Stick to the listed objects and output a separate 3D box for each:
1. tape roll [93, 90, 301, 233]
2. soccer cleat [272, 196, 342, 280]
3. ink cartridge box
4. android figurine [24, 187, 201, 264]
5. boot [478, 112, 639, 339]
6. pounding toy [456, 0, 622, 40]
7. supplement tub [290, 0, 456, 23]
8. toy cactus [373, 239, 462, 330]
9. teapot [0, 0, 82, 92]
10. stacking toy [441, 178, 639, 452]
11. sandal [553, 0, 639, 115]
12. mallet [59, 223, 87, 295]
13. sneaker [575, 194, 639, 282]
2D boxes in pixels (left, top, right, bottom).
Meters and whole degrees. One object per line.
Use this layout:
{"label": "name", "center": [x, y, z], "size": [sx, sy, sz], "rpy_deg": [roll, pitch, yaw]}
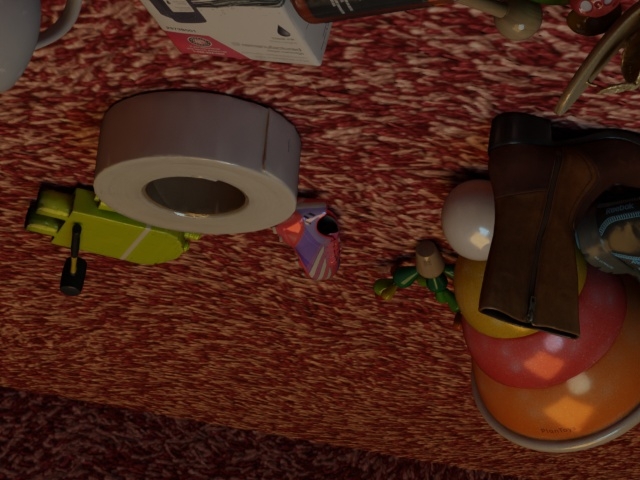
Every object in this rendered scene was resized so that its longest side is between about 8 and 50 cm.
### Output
{"label": "tape roll", "center": [-0.168, -0.103, 1.891], "size": [0.286, 0.100, 0.286], "rpy_deg": [4, 159, 1]}
{"label": "soccer cleat", "center": [0.000, 0.000, 2.170], "size": [0.095, 0.083, 0.248], "rpy_deg": [-8, 154, 17]}
{"label": "ink cartridge box", "center": [-0.100, -0.278, 1.375], "size": [0.172, 0.100, 0.237], "rpy_deg": [8, 162, 21]}
{"label": "android figurine", "center": [-0.331, -0.024, 2.194], "size": [0.273, 0.056, 0.248], "rpy_deg": [12, 158, -18]}
{"label": "boot", "center": [0.336, -0.012, 1.780], "size": [0.264, 0.280, 0.096], "rpy_deg": [13, 158, -23]}
{"label": "pounding toy", "center": [0.241, -0.247, 1.346], "size": [0.183, 0.110, 0.237], "rpy_deg": [6, 156, -46]}
{"label": "supplement tub", "center": [0.070, -0.264, 1.261], "size": [0.198, 0.106, 0.106], "rpy_deg": [-5, 158, 22]}
{"label": "toy cactus", "center": [0.186, 0.067, 2.300], "size": [0.219, 0.112, 0.180], "rpy_deg": [6, 151, 19]}
{"label": "teapot", "center": [-0.378, -0.274, 1.378], "size": [0.252, 0.187, 0.256], "rpy_deg": [27, -177, -7]}
{"label": "stacking toy", "center": [0.324, 0.072, 2.091], "size": [0.350, 0.351, 0.480], "rpy_deg": [-7, 139, 28]}
{"label": "sandal", "center": [0.331, -0.197, 1.345], "size": [0.079, 0.240, 0.088], "rpy_deg": [36, 161, 12]}
{"label": "mallet", "center": [-0.399, 0.034, 2.200], "size": [0.039, 0.062, 0.190], "rpy_deg": [10, 158, -7]}
{"label": "sneaker", "center": [0.537, 0.020, 2.054], "size": [0.341, 0.125, 0.139], "rpy_deg": [18, 151, -38]}
